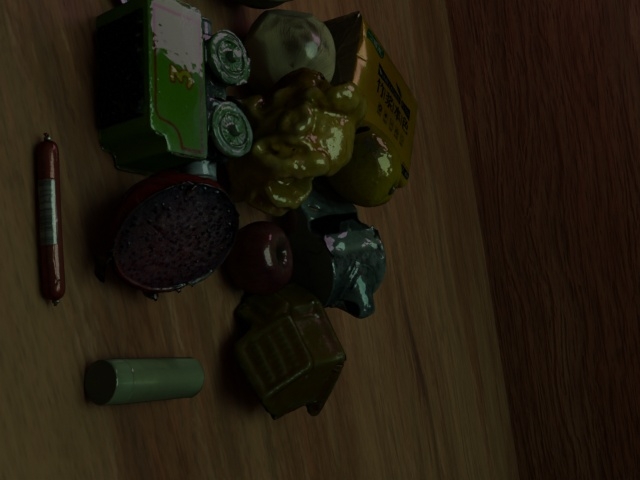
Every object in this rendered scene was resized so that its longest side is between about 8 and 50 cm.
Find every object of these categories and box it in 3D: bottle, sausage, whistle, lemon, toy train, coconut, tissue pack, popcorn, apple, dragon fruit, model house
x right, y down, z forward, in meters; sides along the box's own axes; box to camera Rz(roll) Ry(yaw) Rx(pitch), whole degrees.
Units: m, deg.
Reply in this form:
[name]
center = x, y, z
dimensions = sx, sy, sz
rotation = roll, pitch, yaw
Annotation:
[bottle]
center = -0.279, 0.225, 1.067
dimensions = 0.201, 0.072, 0.072
rotation = 17, 70, -59
[sausage]
center = -0.391, -0.032, 0.956
dimensions = 0.034, 0.034, 0.254
rotation = 5, 80, -61
[whistle]
center = 0.015, -0.019, 1.498
dimensions = 0.168, 0.188, 0.405
rotation = -12, 91, -41
[lemon]
center = 0.090, -0.173, 1.477
dimensions = 0.207, 0.170, 0.170
rotation = 50, 29, 8
[toy train]
center = -0.248, -0.250, 1.128
dimensions = 0.248, 0.173, 0.308
rotation = 5, 80, -54
[coconut]
center = -0.070, -0.396, 1.442
dimensions = 0.224, 0.224, 0.225
rotation = 20, 67, -59
[tissue pack]
center = 0.084, -0.338, 1.685
dimensions = 0.382, 0.228, 0.294
rotation = 41, 52, -49
[popcorn]
center = -0.076, -0.204, 1.313
dimensions = 0.281, 0.297, 0.316
rotation = 36, 76, -32
[apple]
center = -0.125, 0.036, 1.340
dimensions = 0.153, 0.119, 0.154
rotation = 38, 46, -55
[dragon fruit]
center = -0.262, -0.033, 1.084
dimensions = 0.224, 0.148, 0.218
rotation = -52, 140, 8
[model house]
center = -0.091, 0.227, 1.353
dimensions = 0.239, 0.173, 0.268
rotation = -2, 55, -49

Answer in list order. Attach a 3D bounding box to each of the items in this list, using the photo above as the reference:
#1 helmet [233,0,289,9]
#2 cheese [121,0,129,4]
[helmet]
center = -0.122, -0.577, 1.421
dimensions = 0.257, 0.137, 0.204
rotation = -16, 81, -27
[cheese]
center = -0.310, -0.466, 1.184
dimensions = 0.105, 0.042, 0.191
rotation = 64, 33, -33
